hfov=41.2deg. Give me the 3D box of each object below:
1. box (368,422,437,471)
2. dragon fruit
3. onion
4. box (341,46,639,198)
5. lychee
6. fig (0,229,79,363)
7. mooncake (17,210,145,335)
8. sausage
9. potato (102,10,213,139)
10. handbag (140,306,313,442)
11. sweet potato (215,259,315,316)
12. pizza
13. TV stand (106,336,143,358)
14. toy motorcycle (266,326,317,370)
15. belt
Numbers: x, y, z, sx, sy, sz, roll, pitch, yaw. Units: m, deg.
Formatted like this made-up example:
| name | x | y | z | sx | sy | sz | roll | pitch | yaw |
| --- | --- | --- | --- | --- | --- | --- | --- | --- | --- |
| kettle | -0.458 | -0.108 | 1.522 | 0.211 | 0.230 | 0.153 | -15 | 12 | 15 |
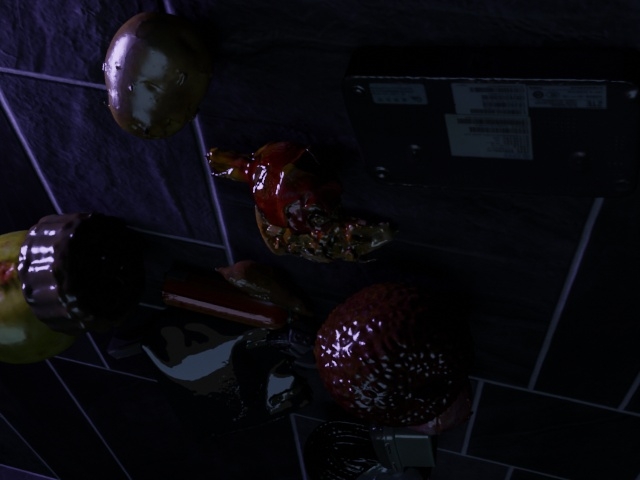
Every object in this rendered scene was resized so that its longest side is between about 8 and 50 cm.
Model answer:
| name | x | y | z | sx | sy | sz | roll | pitch | yaw |
| --- | --- | --- | --- | --- | --- | --- | --- | --- | --- |
| box | 0.179 | 0.392 | 1.791 | 0.129 | 0.148 | 0.210 | 0 | 146 | 12 |
| dragon fruit | -0.070 | -0.089 | 1.217 | 0.246 | 0.125 | 0.125 | 18 | 118 | 28 |
| onion | 0.205 | 0.263 | 1.596 | 0.159 | 0.159 | 0.195 | 3 | 115 | 23 |
| box | 0.211 | -0.142 | 1.048 | 0.350 | 0.058 | 0.211 | 4 | 144 | 20 |
| lychee | 0.124 | 0.188 | 1.428 | 0.260 | 0.260 | 0.260 | 13 | 147 | 8 |
| fig | -0.574 | 0.121 | 1.659 | 0.258 | 0.258 | 0.326 | 20 | 160 | -3 |
| mooncake | -0.414 | 0.055 | 1.506 | 0.124 | 0.228 | 0.228 | -11 | 138 | 26 |
| sausage | -0.167 | 0.116 | 1.606 | 0.264 | 0.083 | 0.083 | 14 | 148 | 5 |
| potato | -0.208 | -0.214 | 1.089 | 0.137 | 0.137 | 0.176 | 26 | 125 | -12 |
| handbag | -0.182 | 0.256 | 1.746 | 0.288 | 0.152 | 0.342 | -8 | 127 | 14 |
| sweet potato | -0.083 | 0.085 | 1.534 | 0.226 | 0.068 | 0.068 | 29 | 147 | -31 |
| pizza | 0.000 | 0.000 | 1.357 | 0.226 | 0.069 | 0.147 | 17 | 146 | 2 |
| TV stand | -0.391 | 0.220 | 1.901 | 0.040 | 0.049 | 0.256 | 40 | 143 | -28 |
| toy motorcycle | 0.000 | 0.211 | 1.639 | 0.122 | 0.080 | 0.215 | -15 | 153 | 42 |
| belt | 0.106 | 0.506 | 1.937 | 0.289 | 0.184 | 0.164 | 9 | 164 | 13 |
